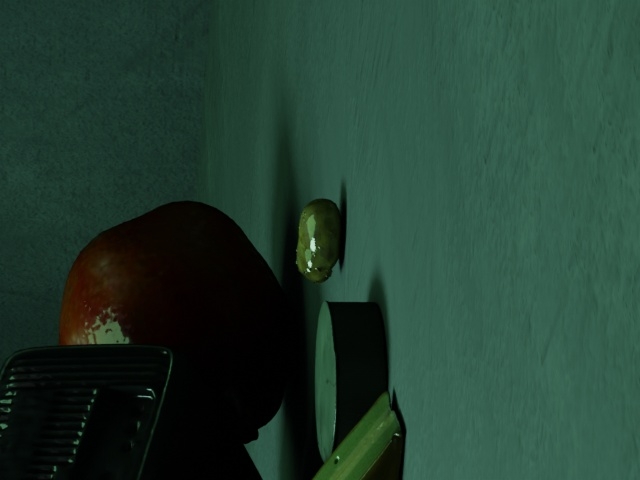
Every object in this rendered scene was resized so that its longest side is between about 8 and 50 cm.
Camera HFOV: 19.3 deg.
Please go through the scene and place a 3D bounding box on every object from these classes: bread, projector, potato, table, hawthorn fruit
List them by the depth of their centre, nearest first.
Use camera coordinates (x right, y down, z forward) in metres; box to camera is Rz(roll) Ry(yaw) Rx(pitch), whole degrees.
[{"bbox_3d":[0.015,0.189,1.465,0.074,0.084,0.139,-102,14,-62],"label":"bread"},{"bbox_3d":[0.024,0.116,1.556,0.133,0.043,0.133,180,90,-83],"label":"table"},{"bbox_3d":[0.000,0.000,1.752,0.051,0.040,0.083,40,127,50],"label":"potato"},{"bbox_3d":[-0.217,0.364,1.926,0.405,0.242,0.395,66,-149,-45],"label":"projector"},{"bbox_3d":[-0.163,0.105,2.142,0.311,0.295,0.295,-161,71,-79],"label":"hawthorn fruit"}]
